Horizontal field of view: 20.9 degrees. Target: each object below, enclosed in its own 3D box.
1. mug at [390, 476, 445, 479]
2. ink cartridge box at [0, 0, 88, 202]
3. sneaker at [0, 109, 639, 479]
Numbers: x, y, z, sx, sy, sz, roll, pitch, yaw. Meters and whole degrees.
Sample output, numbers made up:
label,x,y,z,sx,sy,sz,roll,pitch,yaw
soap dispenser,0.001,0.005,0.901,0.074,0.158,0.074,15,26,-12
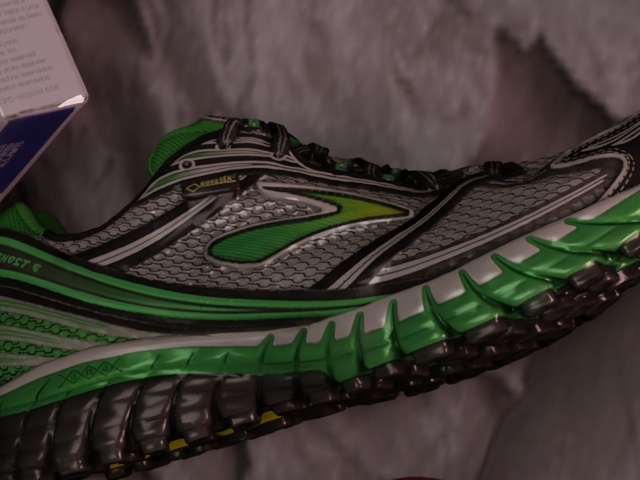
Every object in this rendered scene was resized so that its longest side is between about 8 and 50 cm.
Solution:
label,x,y,z,sx,sy,sz,roll,pitch,yaw
mug,0.027,0.172,0.699,0.113,0.169,0.150,14,86,11
ink cartridge box,-0.197,-0.109,0.763,0.045,0.223,0.224,-15,76,-34
sneaker,0.000,0.000,0.743,0.343,0.134,0.146,-16,80,9
